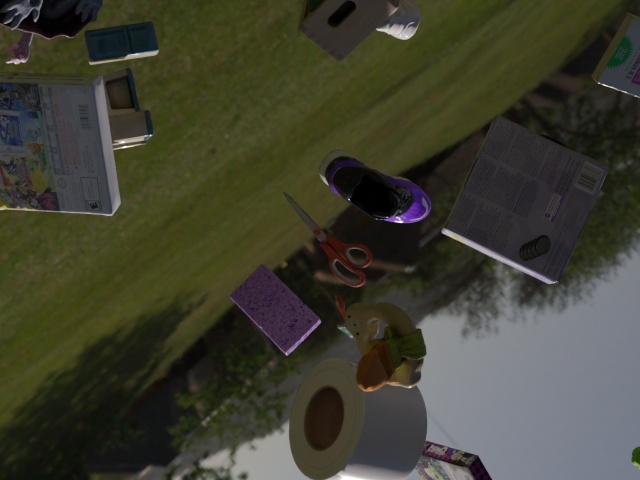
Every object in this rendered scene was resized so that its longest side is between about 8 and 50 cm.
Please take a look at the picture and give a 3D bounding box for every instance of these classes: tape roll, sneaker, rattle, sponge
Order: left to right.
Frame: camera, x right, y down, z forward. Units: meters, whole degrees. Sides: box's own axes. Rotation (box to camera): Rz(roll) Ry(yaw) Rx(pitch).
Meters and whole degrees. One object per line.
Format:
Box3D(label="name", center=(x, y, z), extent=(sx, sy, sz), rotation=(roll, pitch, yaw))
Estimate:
Box3D(label="sponge", center=(-0.110, 0.163, 2.266), extent=(0.117, 0.210, 0.031), rotation=(-43, 158, -9))
Box3D(label="rattle", center=(0.046, 0.153, 1.381), extent=(0.142, 0.199, 0.130), rotation=(-36, 137, -27))
Box3D(label="tape roll", center=(0.072, 0.370, 1.901), extent=(0.246, 0.169, 0.246), rotation=(-30, -128, 46))
Box3D(label="sneaker", center=(0.082, -0.463, 1.731), extent=(0.115, 0.232, 0.090), rotation=(-7, 139, -44))
Box3D(label="sneaker", center=(0.136, -0.083, 1.988), extent=(0.102, 0.293, 0.146), rotation=(-60, -143, 13))

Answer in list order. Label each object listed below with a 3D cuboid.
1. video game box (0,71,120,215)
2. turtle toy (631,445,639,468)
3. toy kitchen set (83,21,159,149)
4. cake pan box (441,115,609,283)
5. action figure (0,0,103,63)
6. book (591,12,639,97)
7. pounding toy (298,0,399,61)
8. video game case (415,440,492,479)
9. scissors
Box3D(label="video game box", center=(-0.392, -0.138, 1.354), extent=(0.048, 0.187, 0.205), rotation=(-76, 167, -60))
Box3D(label="turtle toy", center=(0.640, 0.392, 1.766), extent=(0.066, 0.095, 0.130), rotation=(-6, 156, -37))
Box3D(label="toy kitchen set", center=(-0.313, -0.268, 1.587), extent=(0.122, 0.207, 0.166), rotation=(-13, -177, -16))
Box3D(label="cake pan box", center=(0.400, -0.084, 1.851), extent=(0.070, 0.245, 0.267), rotation=(102, 12, -85))
Box3D(label="action figure", center=(-0.554, -0.469, 1.643), extent=(0.248, 0.370, 0.276), rotation=(28, 93, -48))
Box3D(label="book", center=(0.450, -0.238, 1.270), extent=(0.035, 0.144, 0.096), rotation=(-101, -150, -54))
Box3D(label="pounding toy", center=(0.061, -0.397, 1.375), extent=(0.181, 0.094, 0.206), rotation=(-38, -150, 36))
Box3D(label="video game case", center=(0.293, 0.517, 1.939), extent=(0.042, 0.232, 0.210), rotation=(-40, -160, -26))
Box3D(label="scissors", center=(0.000, 0.000, 2.326), extent=(0.109, 0.297, 0.021), rotation=(-62, 164, 23))
